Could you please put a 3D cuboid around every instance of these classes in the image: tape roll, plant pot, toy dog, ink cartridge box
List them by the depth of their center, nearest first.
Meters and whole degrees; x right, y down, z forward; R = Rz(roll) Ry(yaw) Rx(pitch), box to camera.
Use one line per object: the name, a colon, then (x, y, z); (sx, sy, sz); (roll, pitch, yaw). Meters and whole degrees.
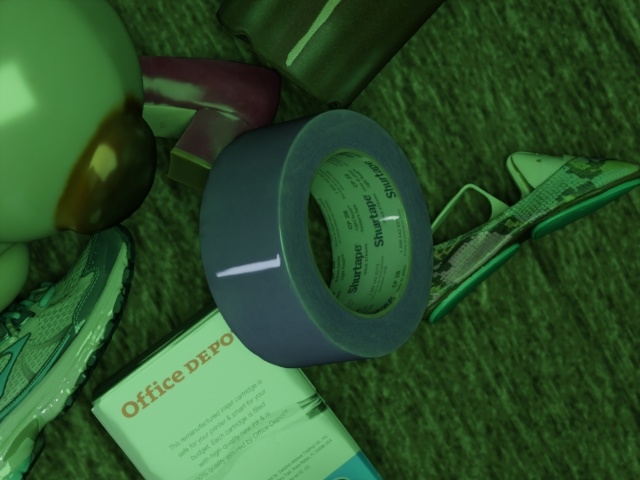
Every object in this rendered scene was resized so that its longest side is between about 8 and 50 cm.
toy dog: (-0.314, -0.053, 1.220); (0.408, 0.395, 0.284); (-32, 89, 6)
tape roll: (0.000, 0.000, 1.352); (0.080, 0.189, 0.189); (-11, 99, 39)
plant pot: (0.018, -0.198, 1.357); (0.167, 0.167, 0.165); (36, 97, -9)
ink cartridge box: (-0.064, 0.159, 1.411); (0.148, 0.086, 0.203); (-36, 97, -3)

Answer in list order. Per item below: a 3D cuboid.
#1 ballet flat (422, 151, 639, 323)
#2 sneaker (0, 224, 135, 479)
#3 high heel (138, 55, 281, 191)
ballet flat: (0.150, -0.021, 1.433); (0.221, 0.077, 0.079); (-34, 79, -2)
sneaker: (-0.244, 0.098, 1.375); (0.122, 0.110, 0.283); (32, 91, -5)
high heel: (-0.153, -0.135, 1.394); (0.244, 0.082, 0.117); (24, 59, 6)
